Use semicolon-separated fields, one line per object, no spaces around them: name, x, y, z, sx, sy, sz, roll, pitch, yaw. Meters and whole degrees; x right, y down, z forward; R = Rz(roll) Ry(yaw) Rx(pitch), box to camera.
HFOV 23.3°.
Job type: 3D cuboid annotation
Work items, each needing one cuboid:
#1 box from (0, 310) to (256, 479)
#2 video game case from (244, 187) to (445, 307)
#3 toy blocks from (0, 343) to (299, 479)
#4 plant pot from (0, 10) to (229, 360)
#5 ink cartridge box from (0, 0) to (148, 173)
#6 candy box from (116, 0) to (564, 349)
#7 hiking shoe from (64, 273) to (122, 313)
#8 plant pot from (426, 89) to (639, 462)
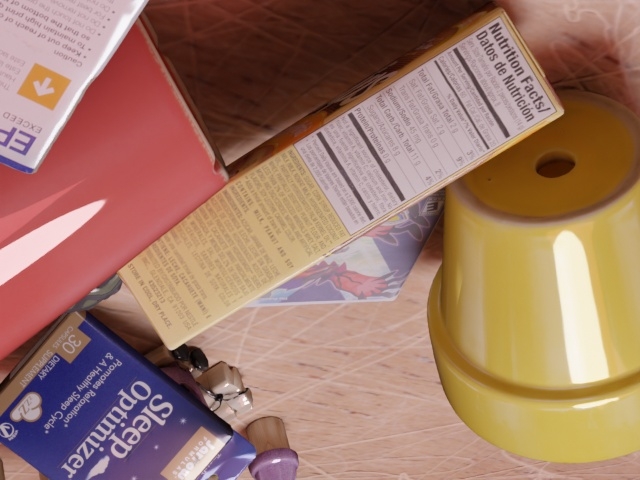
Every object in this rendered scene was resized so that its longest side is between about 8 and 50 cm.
box;-0.178;0.175;1.392;0.225;0.036;0.136;40;93;-16
video game case;0.000;0.000;1.367;0.201;0.023;0.183;-2;145;-21
toy blocks;-0.160;0.311;1.543;0.309;0.260;0.288;-31;144;22
plant pot;-0.207;-0.064;0.988;0.243;0.275;0.275;-28;147;0
ink cartridge box;-0.208;-0.231;0.765;0.324;0.071;0.330;26;120;-24
candy box;0.015;-0.053;1.119;0.316;0.087;0.183;-32;-173;9
hiking shoe;-0.241;0.015;1.228;0.227;0.086;0.114;-29;148;20
plant pot;0.205;0.016;1.299;0.254;0.254;0.239;-16;133;0
